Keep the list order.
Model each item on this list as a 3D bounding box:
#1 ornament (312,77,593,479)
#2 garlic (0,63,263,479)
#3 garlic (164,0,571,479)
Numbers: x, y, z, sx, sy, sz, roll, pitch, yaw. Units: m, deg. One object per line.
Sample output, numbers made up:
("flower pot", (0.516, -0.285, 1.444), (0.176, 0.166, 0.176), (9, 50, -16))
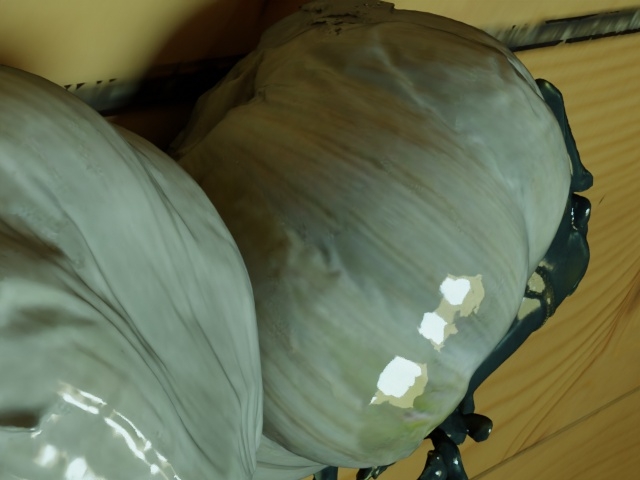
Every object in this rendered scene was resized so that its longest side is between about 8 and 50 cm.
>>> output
("ornament", (0.066, 0.047, 1.010), (0.236, 0.080, 0.202), (-56, 149, -25))
("garlic", (-0.098, 0.017, 0.626), (0.229, 0.178, 0.142), (12, 88, -84))
("garlic", (0.002, -0.003, 0.794), (0.228, 0.152, 0.228), (-53, -168, 16))
